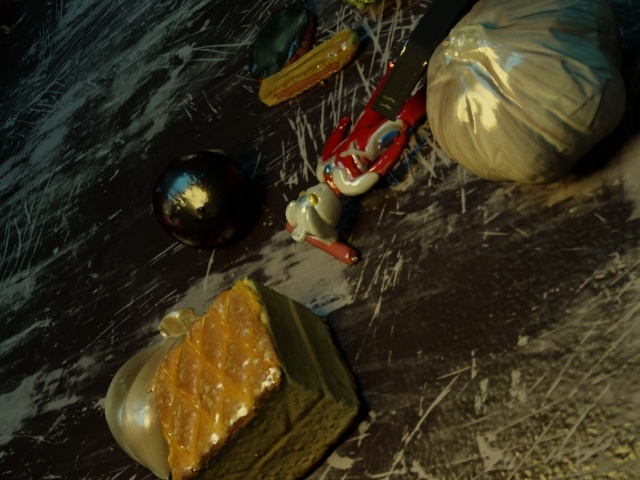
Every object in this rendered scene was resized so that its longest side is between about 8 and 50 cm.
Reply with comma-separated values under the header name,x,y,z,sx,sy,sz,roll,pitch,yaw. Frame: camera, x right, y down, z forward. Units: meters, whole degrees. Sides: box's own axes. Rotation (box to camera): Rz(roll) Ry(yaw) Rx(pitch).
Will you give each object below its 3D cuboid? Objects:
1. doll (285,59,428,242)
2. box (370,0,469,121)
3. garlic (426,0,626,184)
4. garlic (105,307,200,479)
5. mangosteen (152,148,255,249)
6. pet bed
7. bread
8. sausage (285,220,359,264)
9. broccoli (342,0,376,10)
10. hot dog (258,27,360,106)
name,x,y,z,sx,sy,sz,roll,pitch,yaw
doll,0.068,-0.153,1.813,0.384,0.099,0.188,-57,35,-9
box,0.203,-0.372,1.697,0.350,0.058,0.211,-58,1,-26
garlic,0.282,-0.222,1.470,0.317,0.259,0.317,-30,43,32
garlic,-0.317,0.299,1.982,0.279,0.132,0.325,-22,45,53
mangosteen,-0.232,-0.094,2.103,0.211,0.211,0.250,-45,7,22
pet bed,-0.088,-0.431,2.258,0.201,0.053,0.201,-31,44,35
bread,-0.112,0.253,1.683,0.279,0.207,0.279,-50,35,16
sausage,0.000,0.000,1.866,0.253,0.034,0.034,30,91,55
broccoli,0.088,-0.586,1.977,0.288,0.246,0.248,-51,45,23
hot dog,-0.023,-0.356,2.114,0.286,0.061,0.087,-19,51,44
